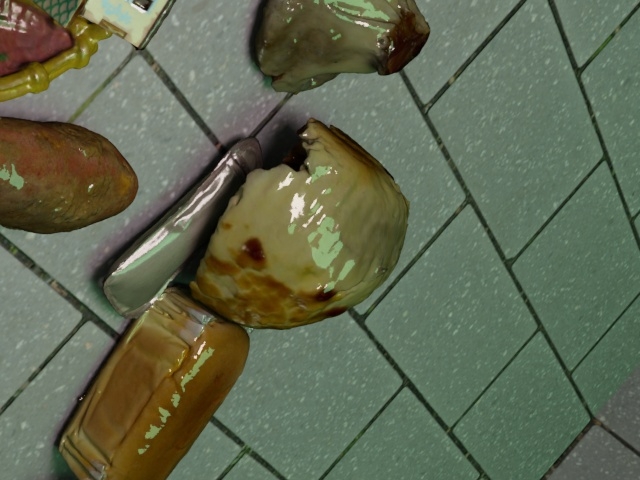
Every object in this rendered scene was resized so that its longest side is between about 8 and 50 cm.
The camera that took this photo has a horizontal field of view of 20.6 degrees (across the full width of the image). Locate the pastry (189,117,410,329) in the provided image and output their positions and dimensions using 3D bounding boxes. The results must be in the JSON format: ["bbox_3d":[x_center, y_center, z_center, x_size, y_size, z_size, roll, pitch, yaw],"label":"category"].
[{"bbox_3d":[-0.005,0.005,1.889,0.236,0.170,0.256,-59,165,6],"label":"pastry"}]

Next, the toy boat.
[{"bbox_3d":[-0.308,-0.167,1.359,0.099,0.141,0.318,-15,171,39],"label":"toy boat"}]

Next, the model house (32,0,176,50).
[{"bbox_3d":[-0.203,-0.279,1.324,0.206,0.271,0.178,27,104,-25],"label":"model house"}]

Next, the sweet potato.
[{"bbox_3d":[-0.281,-0.069,1.532,0.109,0.109,0.385,-57,150,10],"label":"sweet potato"}]

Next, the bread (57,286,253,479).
[{"bbox_3d":[-0.179,0.173,1.953,0.241,0.107,0.136,-56,154,9],"label":"bread"}]

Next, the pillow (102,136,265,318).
[{"bbox_3d":[-0.139,-0.011,1.862,0.233,0.038,0.130,-45,159,-15],"label":"pillow"}]

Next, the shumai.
[{"bbox_3d":[0.034,-0.217,1.795,0.201,0.120,0.201,-38,152,-25],"label":"shumai"}]
